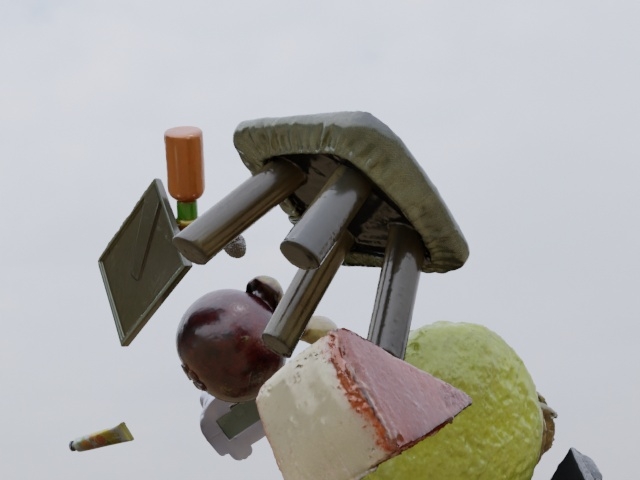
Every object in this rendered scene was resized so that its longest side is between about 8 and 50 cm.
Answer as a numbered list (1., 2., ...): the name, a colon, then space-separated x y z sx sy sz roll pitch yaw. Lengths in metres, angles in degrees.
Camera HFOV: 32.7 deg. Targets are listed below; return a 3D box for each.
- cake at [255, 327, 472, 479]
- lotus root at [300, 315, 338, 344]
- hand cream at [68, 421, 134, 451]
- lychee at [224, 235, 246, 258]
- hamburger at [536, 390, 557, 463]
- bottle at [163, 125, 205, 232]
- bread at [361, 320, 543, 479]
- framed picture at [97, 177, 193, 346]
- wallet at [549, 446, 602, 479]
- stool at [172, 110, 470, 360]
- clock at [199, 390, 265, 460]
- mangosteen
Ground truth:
1. cake: 0.047 0.193 1.303 0.158 0.159 0.262 -38 -13 24
2. lotus root: -0.010 0.186 2.267 0.073 0.062 0.150 24 6 32
3. hand cream: -0.322 0.289 1.591 0.102 0.022 0.035 -17 -67 21
4. lychee: -0.228 0.009 2.891 0.067 0.083 0.068 -22 -1 -43
5. hamburger: 0.299 0.346 2.082 0.283 0.144 0.259 29 -57 -2
6. bottle: -0.229 -0.099 1.855 0.069 0.187 0.069 1 23 0
7. bread: 0.150 0.303 1.768 0.348 0.348 0.308 14 -13 -37
8. framed picture: -0.318 0.040 1.934 0.018 0.192 0.265 1 -35 -38
9. wallet: 0.350 0.557 1.826 0.062 0.406 0.228 30 12 -3
10. stool: 0.000 0.000 1.509 0.310 0.226 0.310 0 -42 45
11. clock: -0.185 0.336 2.344 0.189 0.189 0.254 3 12 -15
12. mangosteen: -0.139 0.169 1.986 0.257 0.215 0.215 -43 -13 -18
